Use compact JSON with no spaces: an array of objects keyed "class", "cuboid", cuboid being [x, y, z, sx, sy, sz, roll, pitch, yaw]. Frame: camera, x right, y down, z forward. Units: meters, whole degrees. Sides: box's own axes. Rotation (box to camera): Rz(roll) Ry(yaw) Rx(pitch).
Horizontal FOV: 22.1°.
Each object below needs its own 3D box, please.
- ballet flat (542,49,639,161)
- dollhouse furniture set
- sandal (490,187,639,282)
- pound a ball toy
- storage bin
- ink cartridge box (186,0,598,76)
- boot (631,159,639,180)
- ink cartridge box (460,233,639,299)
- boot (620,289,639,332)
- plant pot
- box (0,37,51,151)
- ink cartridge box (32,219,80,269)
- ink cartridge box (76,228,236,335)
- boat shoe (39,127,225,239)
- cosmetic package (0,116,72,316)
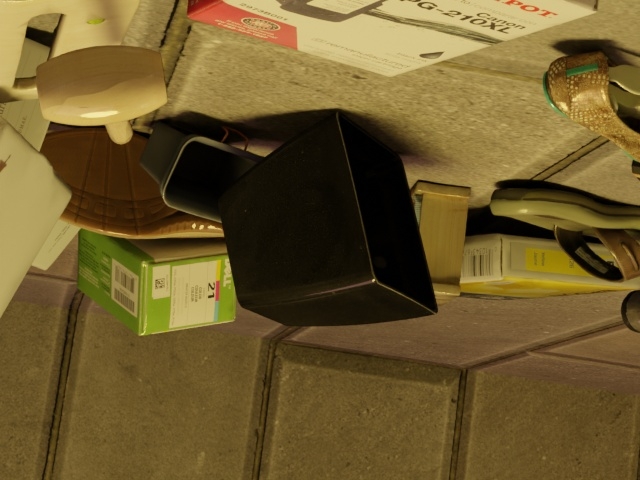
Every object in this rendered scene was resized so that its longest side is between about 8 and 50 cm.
[{"class":"ballet flat","cuboid":[0.272,-0.113,1.413,0.067,0.073,0.206,-19,159,37]},{"class":"dollhouse furniture set","cuboid":[0.072,-0.001,1.970,0.183,0.129,0.129,8,170,-5]},{"class":"sandal","cuboid":[0.329,0.003,1.930,0.302,0.086,0.120,12,169,-22]},{"class":"pound a ball toy","cuboid":[-0.198,-0.149,1.091,0.135,0.208,0.319,-7,174,-14]},{"class":"storage bin","cuboid":[-0.128,-0.086,1.806,0.135,0.098,0.091,16,-166,-41]},{"class":"ink cartridge box","cuboid":[0.045,-0.190,1.055,0.172,0.100,0.237,13,168,-29]},{"class":"boot","cuboid":[0.399,-0.027,1.561,0.197,0.077,0.137,4,126,24]},{"class":"ink cartridge box","cuboid":[0.267,0.041,2.148,0.307,0.072,0.303,8,171,-30]},{"class":"boot","cuboid":[0.486,0.098,2.185,0.338,0.118,0.222,9,172,-43]},{"class":"plant pot","cuboid":[0.000,0.000,1.735,0.167,0.188,0.187,-20,160,19]},{"class":"box","cuboid":[-0.339,-0.098,1.563,0.119,0.181,0.182,22,164,-20]},{"class":"ink cartridge box","cuboid":[-0.395,-0.058,1.935,0.153,0.087,0.208,43,-174,26]},{"class":"ink cartridge box","cuboid":[-0.146,0.026,2.020,0.255,0.097,0.189,-7,-159,-31]},{"class":"boat shoe","cuboid":[-0.190,-0.054,1.921,0.342,0.123,0.123,4,170,-17]},{"class":"cosmetic package","cuboid":[-0.448,-0.102,1.309,0.453,0.161,0.230,28,172,9]}]
